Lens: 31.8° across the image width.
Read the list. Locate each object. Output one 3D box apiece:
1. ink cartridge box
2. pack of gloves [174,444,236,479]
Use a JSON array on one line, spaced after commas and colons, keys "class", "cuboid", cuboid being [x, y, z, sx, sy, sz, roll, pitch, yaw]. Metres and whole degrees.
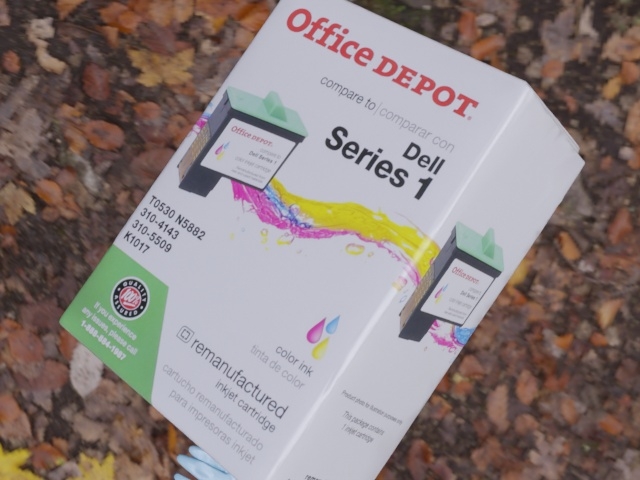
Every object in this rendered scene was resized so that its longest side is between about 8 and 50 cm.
[{"class": "ink cartridge box", "cuboid": [0.000, 0.000, 0.712, 0.278, 0.201, 0.117, -56, 145, -2]}, {"class": "pack of gloves", "cuboid": [-0.096, 0.352, 1.282, 0.232, 0.046, 0.195, 32, 91, -5]}]
